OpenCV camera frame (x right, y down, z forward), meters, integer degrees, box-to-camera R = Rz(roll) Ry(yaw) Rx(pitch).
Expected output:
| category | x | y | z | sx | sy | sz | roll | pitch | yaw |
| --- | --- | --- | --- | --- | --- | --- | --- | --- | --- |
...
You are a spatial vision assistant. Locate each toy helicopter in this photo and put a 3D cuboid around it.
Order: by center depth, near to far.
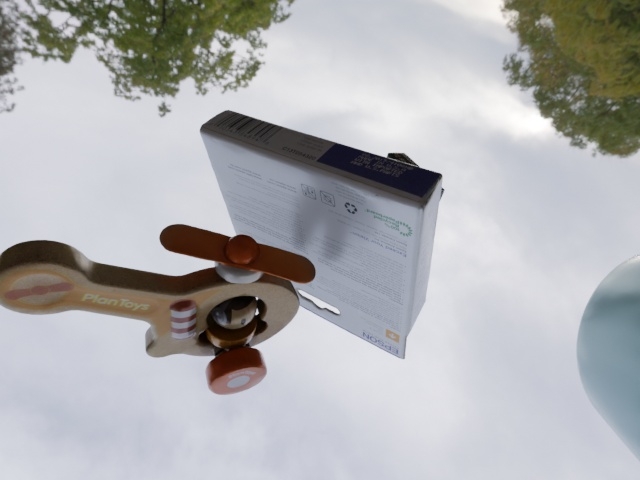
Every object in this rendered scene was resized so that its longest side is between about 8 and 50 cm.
| category | x | y | z | sx | sy | sz | roll | pitch | yaw |
| --- | --- | --- | --- | --- | --- | --- | --- | --- | --- |
| toy helicopter | -0.167 | 0.064 | 0.479 | 0.355 | 0.235 | 0.140 | 21 | -146 | -42 |

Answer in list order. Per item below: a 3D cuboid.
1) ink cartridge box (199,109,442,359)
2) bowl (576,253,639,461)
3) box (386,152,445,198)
| category | x | y | z | sx | sy | sz | roll | pitch | yaw |
| --- | --- | --- | --- | --- | --- | --- | --- | --- | --- |
| ink cartridge box | 0.000 | 0.000 | 0.591 | 0.324 | 0.330 | 0.071 | 24 | -125 | 26 |
| bowl | 0.409 | 0.125 | 0.419 | 0.311 | 0.163 | 0.311 | 0 | -88 | -9 |
| box | 0.188 | -0.073 | 0.955 | 0.051 | 0.220 | 0.175 | -3 | -141 | -24 |
